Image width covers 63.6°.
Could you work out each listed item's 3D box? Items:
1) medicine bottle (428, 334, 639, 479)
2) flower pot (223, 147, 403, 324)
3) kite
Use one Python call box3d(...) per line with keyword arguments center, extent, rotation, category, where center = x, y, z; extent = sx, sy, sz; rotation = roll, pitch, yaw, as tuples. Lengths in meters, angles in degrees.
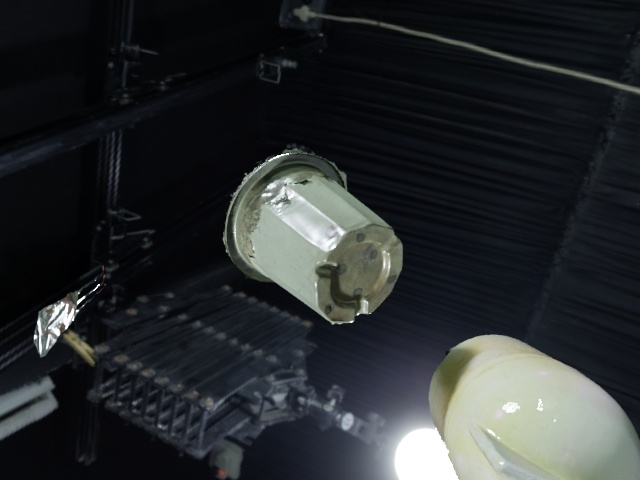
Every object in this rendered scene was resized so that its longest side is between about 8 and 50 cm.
box3d(center=(0.296, 0.281, 0.727), extent=(0.406, 0.236, 0.235), rotation=(2, -72, -86), category="medicine bottle")
box3d(center=(0.000, 0.000, 0.937), extent=(0.290, 0.259, 0.290), rotation=(-18, -57, -29), category="flower pot")
box3d(center=(-0.510, 0.131, 1.070), extent=(0.229, 0.016, 0.127), rotation=(-65, -3, -54), category="kite")
